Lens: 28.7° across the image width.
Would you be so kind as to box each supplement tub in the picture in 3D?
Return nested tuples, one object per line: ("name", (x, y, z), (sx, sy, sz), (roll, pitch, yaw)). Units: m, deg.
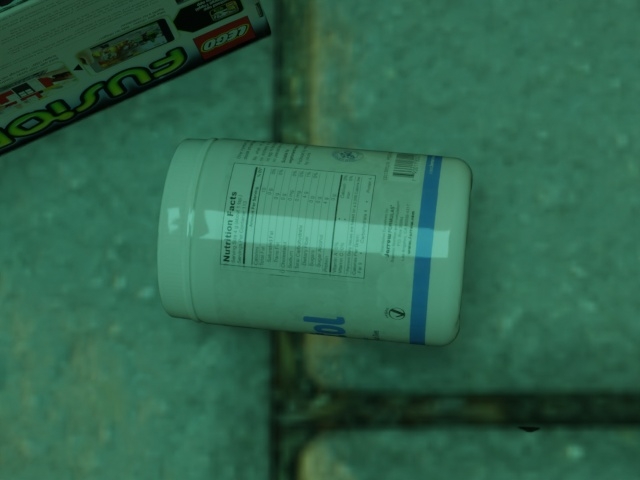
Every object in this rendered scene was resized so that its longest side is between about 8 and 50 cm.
("supplement tub", (0.000, 0.000, 0.460), (0.107, 0.071, 0.071), (5, 79, 7))

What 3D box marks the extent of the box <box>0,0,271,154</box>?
("box", (-0.125, -0.069, 0.464), (0.207, 0.114, 0.036), (-24, 77, 0))
